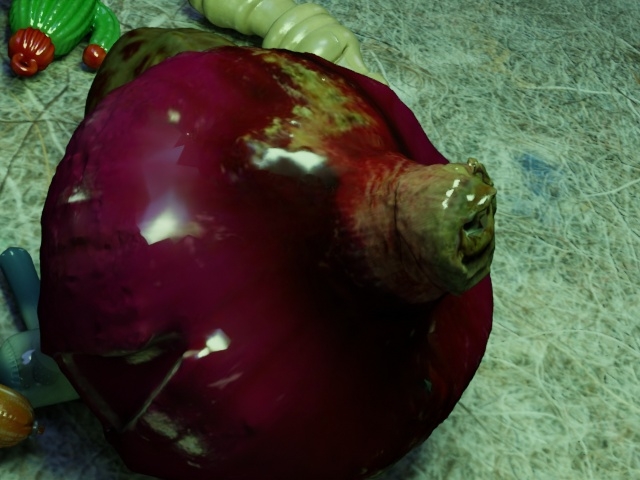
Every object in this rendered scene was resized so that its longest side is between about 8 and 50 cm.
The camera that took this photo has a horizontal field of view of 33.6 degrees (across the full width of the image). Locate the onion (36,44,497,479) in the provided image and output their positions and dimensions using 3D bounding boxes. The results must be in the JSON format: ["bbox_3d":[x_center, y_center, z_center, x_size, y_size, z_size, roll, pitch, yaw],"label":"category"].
[{"bbox_3d":[0.000,0.000,0.837,0.398,0.420,0.398,13,63,-28],"label":"onion"}]

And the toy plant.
[{"bbox_3d":[-0.325,-0.279,1.330,0.154,0.088,0.240,7,46,-34],"label":"toy plant"}]

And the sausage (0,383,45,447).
[{"bbox_3d":[-0.380,0.091,0.828,0.347,0.053,0.053,26,37,-19],"label":"sausage"}]

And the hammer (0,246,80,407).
[{"bbox_3d":[-0.256,0.070,0.978,0.116,0.069,0.194,-11,43,-28],"label":"hammer"}]

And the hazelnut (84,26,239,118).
[{"bbox_3d":[-0.145,-0.113,1.102,0.234,0.218,0.218,16,37,23],"label":"hazelnut"}]

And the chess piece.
[{"bbox_3d":[-0.025,-0.272,1.419,0.307,0.124,0.139,41,8,20],"label":"chess piece"}]
